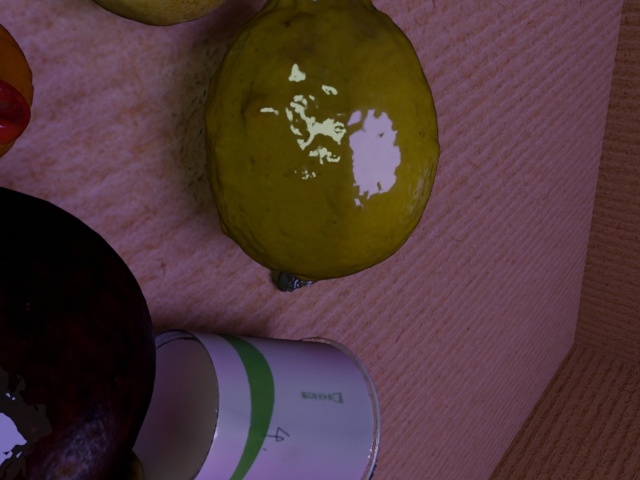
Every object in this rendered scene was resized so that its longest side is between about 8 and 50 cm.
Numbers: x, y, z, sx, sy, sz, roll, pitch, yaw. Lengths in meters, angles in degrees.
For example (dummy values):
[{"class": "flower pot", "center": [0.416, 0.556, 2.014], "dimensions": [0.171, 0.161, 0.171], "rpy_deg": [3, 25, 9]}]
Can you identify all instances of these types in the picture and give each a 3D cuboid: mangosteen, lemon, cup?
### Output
[{"class": "mangosteen", "center": [-0.252, 0.128, 0.418], "dimensions": [0.306, 0.306, 0.347], "rpy_deg": [-35, 115, -39]}, {"class": "lemon", "center": [0.003, -0.111, 0.678], "dimensions": [0.285, 0.285, 0.316], "rpy_deg": [-17, 148, -48]}, {"class": "cup", "center": [-0.097, 0.229, 0.754], "dimensions": [0.274, 0.253, 0.253], "rpy_deg": [23, 88, -48]}]

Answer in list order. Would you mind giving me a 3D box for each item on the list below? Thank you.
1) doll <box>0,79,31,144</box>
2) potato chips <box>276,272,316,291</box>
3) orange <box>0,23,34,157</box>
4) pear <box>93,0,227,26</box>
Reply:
[{"class": "doll", "center": [-0.319, -0.131, 0.270], "dimensions": [0.363, 0.183, 0.160], "rpy_deg": [23, 131, -36]}, {"class": "potato chips", "center": [0.000, 0.000, 0.940], "dimensions": [0.209, 0.026, 0.143], "rpy_deg": [-24, 122, -45]}, {"class": "orange", "center": [-0.280, -0.112, 0.434], "dimensions": [0.135, 0.117, 0.136], "rpy_deg": [-2, 102, -10]}, {"class": "pear", "center": [-0.138, -0.270, 0.514], "dimensions": [0.178, 0.178, 0.178], "rpy_deg": [-27, 127, -43]}]
